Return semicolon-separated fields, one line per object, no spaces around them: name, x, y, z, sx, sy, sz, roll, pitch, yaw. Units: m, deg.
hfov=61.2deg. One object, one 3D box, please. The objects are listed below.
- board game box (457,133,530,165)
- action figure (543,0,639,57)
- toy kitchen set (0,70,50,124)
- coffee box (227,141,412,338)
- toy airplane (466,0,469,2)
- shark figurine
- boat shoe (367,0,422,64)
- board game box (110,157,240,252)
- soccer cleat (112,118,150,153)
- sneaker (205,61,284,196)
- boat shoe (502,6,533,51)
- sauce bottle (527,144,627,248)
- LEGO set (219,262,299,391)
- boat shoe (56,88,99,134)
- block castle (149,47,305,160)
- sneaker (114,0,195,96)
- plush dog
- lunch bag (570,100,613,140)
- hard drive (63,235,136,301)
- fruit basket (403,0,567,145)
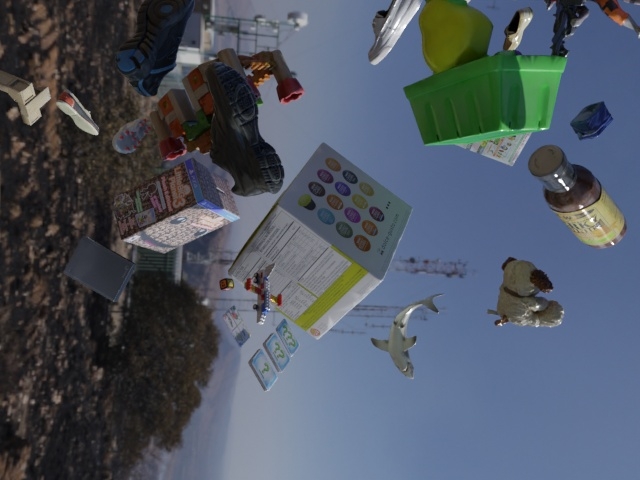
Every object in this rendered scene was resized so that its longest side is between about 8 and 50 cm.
board game box;0.666;-0.452;2.132;0.224;0.303;0.098;104;13;-51
action figure;0.796;-0.687;1.589;0.330;0.178;0.342;29;-51;31
toy kitchen set;-0.590;-0.290;1.069;0.083;0.075;0.068;107;6;-51
coffee box;0.000;0.000;1.546;0.338;0.334;0.338;-49;-173;42
toy airplane;0.436;-1.035;1.764;0.384;0.386;0.272;-52;-176;24
shark figurine;0.271;0.269;1.700;0.116;0.166;0.279;-8;119;-64
boat shoe;0.137;-0.438;1.084;0.184;0.063;0.066;-49;-161;48
board game box;-0.437;-0.097;1.655;0.141;0.290;0.232;69;12;17
soccer cleat;-0.561;-0.299;1.573;0.196;0.076;0.068;-78;151;-58
sneaker;-0.183;-0.217;1.111;0.109;0.130;0.287;-40;113;-60
boat shoe;0.527;-0.575;1.481;0.135;0.045;0.050;104;-30;-52
sauce bottle;0.544;-0.090;1.152;0.111;0.344;0.112;-27;-131;36
LEGO set;-0.119;0.165;1.152;0.244;0.060;0.182;63;29;-10
boat shoe;-0.595;-0.315;1.344;0.137;0.049;0.043;55;43;-56
block castle;-0.299;-0.401;1.712;0.453;0.303;0.213;-24;-91;38
sneaker;-0.447;-0.559;1.505;0.140;0.125;0.341;74;39;-65
plush dog;0.687;0.173;1.870;0.262;0.210;0.226;-144;-133;-58
lunch bag;0.698;-0.301;1.392;0.065;0.098;0.067;50;-15;-14
hard drive;-0.485;0.062;1.194;0.094;0.135;0.022;-62;173;-1
fruit basket;0.381;-0.436;1.358;0.392;0.282;0.393;27;-59;60
